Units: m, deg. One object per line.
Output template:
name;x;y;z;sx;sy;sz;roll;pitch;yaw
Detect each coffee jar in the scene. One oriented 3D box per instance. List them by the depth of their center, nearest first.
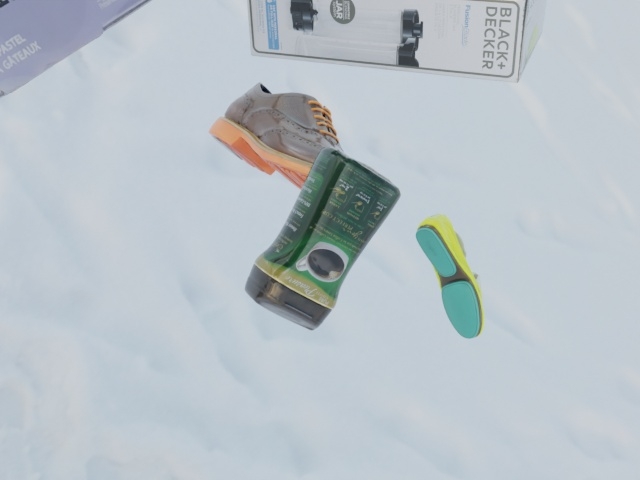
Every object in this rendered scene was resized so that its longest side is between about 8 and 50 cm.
coffee jar;0.000;0.000;0.908;0.096;0.184;0.079;30;2;-27

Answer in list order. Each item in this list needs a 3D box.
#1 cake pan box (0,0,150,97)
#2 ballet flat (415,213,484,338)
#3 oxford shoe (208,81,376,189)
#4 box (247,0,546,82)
cake pan box;-0.218;-0.142;0.531;0.267;0.246;0.070;-38;119;-16
ballet flat;0.239;0.057;1.484;0.077;0.077;0.231;-38;107;-45
oxford shoe;-0.025;-0.149;1.243;0.364;0.132;0.130;31;-5;42
box;0.086;-0.250;0.910;0.290;0.087;0.169;9;33;17
